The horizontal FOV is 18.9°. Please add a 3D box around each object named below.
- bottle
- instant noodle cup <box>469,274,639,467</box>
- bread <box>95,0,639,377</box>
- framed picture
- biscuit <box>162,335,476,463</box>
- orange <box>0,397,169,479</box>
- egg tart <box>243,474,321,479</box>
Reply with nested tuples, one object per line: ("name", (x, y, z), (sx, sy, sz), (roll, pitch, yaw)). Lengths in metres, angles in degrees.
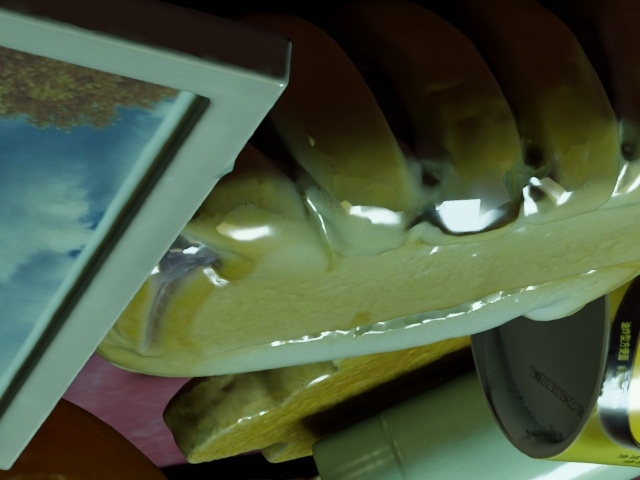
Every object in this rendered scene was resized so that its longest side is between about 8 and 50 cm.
("bottle", (0.101, 0.078, 0.828), (0.201, 0.072, 0.072), (-24, 162, 3))
("instant noodle cup", (0.129, 0.018, 0.703), (0.122, 0.151, 0.151), (1, 157, -19))
("bread", (0.025, -0.021, 0.553), (0.225, 0.081, 0.134), (-9, 157, -24))
("framed picture", (-0.132, -0.005, 0.446), (0.184, 0.016, 0.250), (14, 152, -18))
("biscuit", (0.045, 0.049, 0.858), (0.212, 0.041, 0.239), (-27, 161, 7))
("orange", (-0.145, 0.167, 0.686), (0.246, 0.246, 0.246), (-17, 162, -5))
("egg tart", (-0.101, 0.219, 1.098), (0.297, 0.132, 0.297), (-22, 166, -6))
